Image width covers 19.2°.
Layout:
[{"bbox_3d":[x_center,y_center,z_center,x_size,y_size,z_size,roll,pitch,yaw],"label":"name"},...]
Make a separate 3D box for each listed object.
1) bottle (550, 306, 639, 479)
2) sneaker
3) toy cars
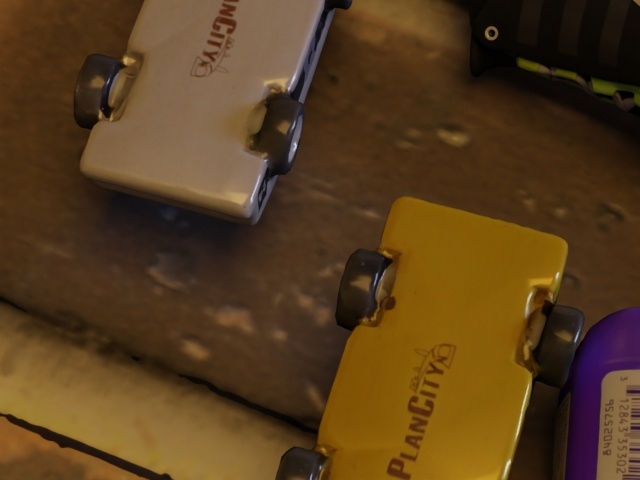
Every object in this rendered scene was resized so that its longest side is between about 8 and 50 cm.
[{"bbox_3d":[0.148,0.170,0.766,0.118,0.092,0.283,9,64,-3],"label":"bottle"},{"bbox_3d":[0.121,-0.099,0.919,0.097,0.084,0.234,-39,71,3],"label":"sneaker"},{"bbox_3d":[0.000,0.000,0.841,0.176,0.087,0.393,-22,64,-11],"label":"toy cars"}]
